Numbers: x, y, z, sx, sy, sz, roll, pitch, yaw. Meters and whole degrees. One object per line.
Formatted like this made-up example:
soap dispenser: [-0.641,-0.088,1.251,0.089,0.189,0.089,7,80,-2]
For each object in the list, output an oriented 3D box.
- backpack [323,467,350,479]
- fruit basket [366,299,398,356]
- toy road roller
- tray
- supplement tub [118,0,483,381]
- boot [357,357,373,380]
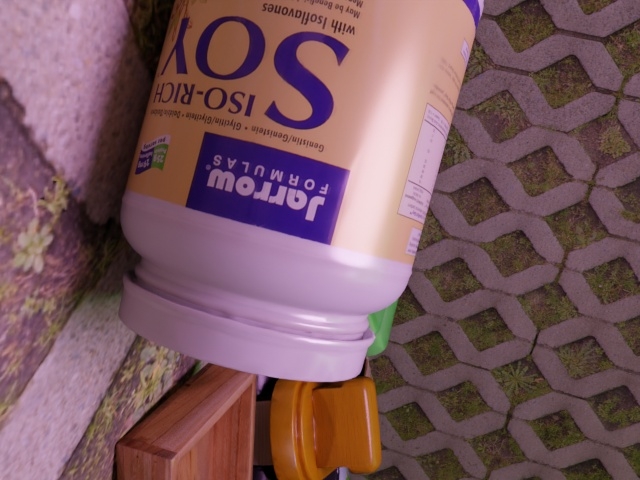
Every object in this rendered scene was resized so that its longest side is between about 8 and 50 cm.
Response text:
backpack: [-0.051,0.485,1.259,0.355,0.274,0.289,115,-39,-54]
fruit basket: [0.026,0.113,1.136,0.392,0.283,0.391,0,90,-71]
toy road roller: [-0.009,0.304,0.935,0.329,0.241,0.202,32,53,-70]
tray: [-0.162,0.382,0.705,0.203,0.076,0.410,-37,133,-67]
supplement tub: [-0.022,-0.079,0.460,0.241,0.241,0.330,9,96,-81]
boot: [0.071,0.302,1.272,0.261,0.095,0.203,-86,170,-56]
